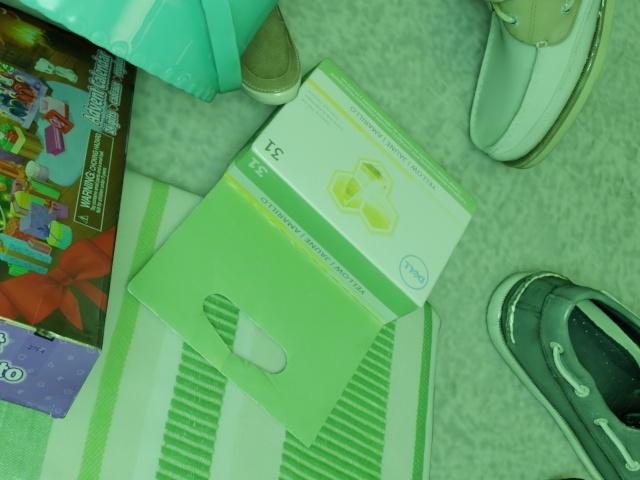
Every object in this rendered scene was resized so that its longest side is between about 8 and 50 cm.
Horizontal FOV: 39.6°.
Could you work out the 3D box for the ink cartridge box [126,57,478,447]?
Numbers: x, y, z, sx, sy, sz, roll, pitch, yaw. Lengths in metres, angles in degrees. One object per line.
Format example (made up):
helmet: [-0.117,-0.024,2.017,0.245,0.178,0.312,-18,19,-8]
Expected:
ink cartridge box: [0.000,0.000,0.635,0.171,0.056,0.235,43,51,-10]

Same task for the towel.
towel: [-0.061,0.095,0.614,0.324,0.038,0.248,21,59,-20]

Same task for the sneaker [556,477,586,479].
sneaker: [0.149,0.333,0.660,0.295,0.124,0.178,-31,92,-36]

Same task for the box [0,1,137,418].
box: [-0.212,-0.053,0.494,0.201,0.293,0.057,21,123,-22]

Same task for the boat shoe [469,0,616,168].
boat shoe: [0.167,-0.200,0.677,0.103,0.113,0.302,4,117,-26]

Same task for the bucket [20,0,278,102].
bucket: [-0.123,-0.218,0.527,0.281,0.281,0.183,29,97,-16]

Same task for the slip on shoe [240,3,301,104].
slip on shoe: [-0.048,-0.159,0.647,0.051,0.041,0.135,-10,61,-7]

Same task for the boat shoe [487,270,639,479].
boat shoe: [0.274,0.148,0.747,0.319,0.099,0.116,45,73,-12]
